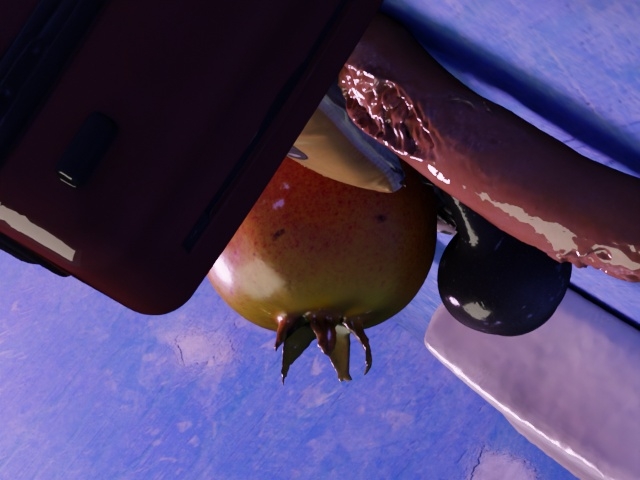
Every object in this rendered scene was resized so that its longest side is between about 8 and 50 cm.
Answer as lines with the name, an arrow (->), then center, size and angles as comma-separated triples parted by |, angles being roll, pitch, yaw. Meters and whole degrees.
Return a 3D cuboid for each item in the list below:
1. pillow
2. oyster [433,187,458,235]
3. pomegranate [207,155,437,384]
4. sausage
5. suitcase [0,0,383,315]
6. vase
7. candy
pillow -> -0.087, -0.184, 1.153 | 0.310, 0.119, 0.312 | 39, -174, -45
oyster -> 0.142, -0.018, 1.412 | 0.165, 0.053, 0.108 | 33, -165, -9
pomegranate -> 0.000, 0.000, 1.310 | 0.221, 0.220, 0.257 | 51, -149, -67
sausage -> 0.115, -0.063, 1.003 | 0.326, 0.087, 0.079 | 36, 159, 31
suitcase -> -0.088, -0.114, 0.822 | 0.161, 0.297, 0.236 | 31, 174, 10
vase -> 0.143, -0.004, 1.262 | 0.120, 0.120, 0.183 | 33, 158, 52
candy -> 0.290, 0.167, 1.466 | 0.358, 0.145, 0.208 | 35, 175, 46
